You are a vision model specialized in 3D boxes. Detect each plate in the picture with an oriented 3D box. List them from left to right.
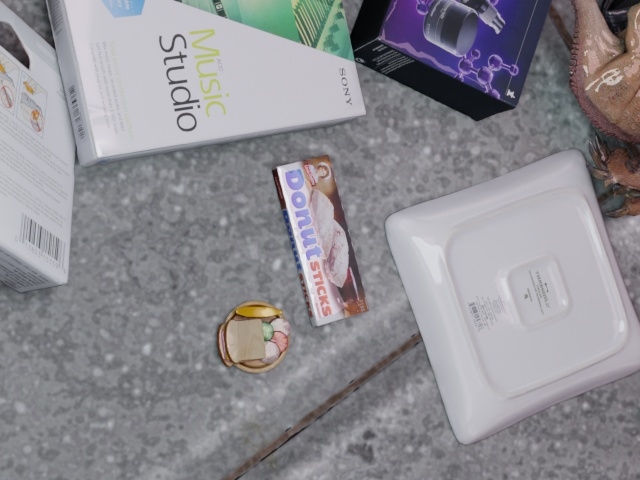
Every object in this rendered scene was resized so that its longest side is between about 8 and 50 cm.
[{"bbox_3d":[0.238,0.060,1.631,0.278,0.045,0.277,-20,93,-21],"label":"plate"}]

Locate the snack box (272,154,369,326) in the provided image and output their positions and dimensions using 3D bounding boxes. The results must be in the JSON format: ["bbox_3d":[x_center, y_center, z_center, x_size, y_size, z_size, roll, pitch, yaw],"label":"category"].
[{"bbox_3d":[0.000,0.000,1.555,0.064,0.022,0.178,-15,91,-20],"label":"snack box"}]

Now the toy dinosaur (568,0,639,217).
[{"bbox_3d":[0.343,-0.155,1.605,0.200,0.127,0.295,-43,109,9],"label":"toy dinosaur"}]

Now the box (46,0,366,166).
[{"bbox_3d":[-0.119,-0.216,1.489,0.322,0.058,0.232,-12,90,-31],"label":"box"}]

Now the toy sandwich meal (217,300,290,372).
[{"bbox_3d":[-0.069,0.102,1.516,0.085,0.029,0.085,2,85,-21],"label":"toy sandwich meal"}]

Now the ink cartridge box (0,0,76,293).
[{"bbox_3d":[-0.322,-0.109,1.333,0.060,0.275,0.239,-11,64,20],"label":"ink cartridge box"}]

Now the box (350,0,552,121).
[{"bbox_3d":[0.163,-0.293,1.604,0.184,0.103,0.261,24,77,-20],"label":"box"}]

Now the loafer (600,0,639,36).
[{"bbox_3d":[0.413,-0.315,1.705,0.223,0.076,0.078,-45,139,-16],"label":"loafer"}]
